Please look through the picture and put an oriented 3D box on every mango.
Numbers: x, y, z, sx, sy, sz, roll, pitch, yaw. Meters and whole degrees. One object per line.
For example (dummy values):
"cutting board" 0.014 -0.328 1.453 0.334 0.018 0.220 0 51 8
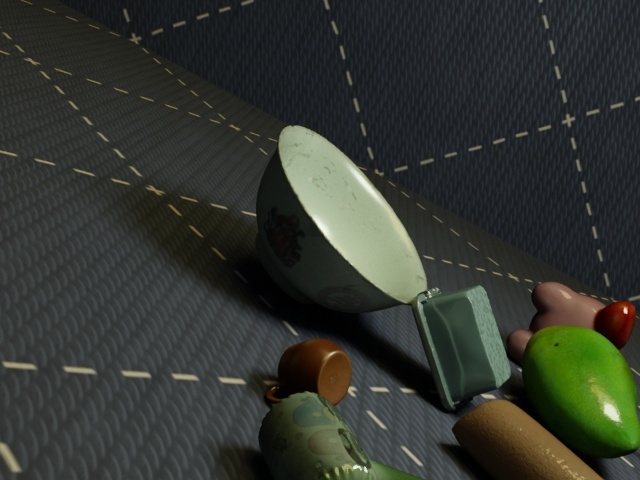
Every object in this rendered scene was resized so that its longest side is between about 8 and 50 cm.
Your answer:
"mango" 0.533 0.308 1.980 0.225 0.201 0.382 30 17 -19

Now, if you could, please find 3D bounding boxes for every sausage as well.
"sausage" 0.339 0.362 1.596 0.123 0.123 0.253 12 23 -47

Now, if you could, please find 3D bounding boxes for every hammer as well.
"hammer" 0.080 0.327 1.302 0.335 0.119 0.206 28 14 -30

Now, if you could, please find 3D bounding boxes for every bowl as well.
"bowl" 0.000 0.000 1.938 0.435 0.196 0.435 44 22 -22

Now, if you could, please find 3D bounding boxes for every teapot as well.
"teapot" -0.022 0.206 1.523 0.116 0.116 0.173 35 43 21

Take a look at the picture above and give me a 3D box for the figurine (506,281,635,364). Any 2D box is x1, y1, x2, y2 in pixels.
"figurine" 0.601 0.241 2.282 0.211 0.270 0.261 23 4 -45

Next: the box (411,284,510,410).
"box" 0.261 0.193 1.845 0.162 0.130 0.227 -9 82 -67
